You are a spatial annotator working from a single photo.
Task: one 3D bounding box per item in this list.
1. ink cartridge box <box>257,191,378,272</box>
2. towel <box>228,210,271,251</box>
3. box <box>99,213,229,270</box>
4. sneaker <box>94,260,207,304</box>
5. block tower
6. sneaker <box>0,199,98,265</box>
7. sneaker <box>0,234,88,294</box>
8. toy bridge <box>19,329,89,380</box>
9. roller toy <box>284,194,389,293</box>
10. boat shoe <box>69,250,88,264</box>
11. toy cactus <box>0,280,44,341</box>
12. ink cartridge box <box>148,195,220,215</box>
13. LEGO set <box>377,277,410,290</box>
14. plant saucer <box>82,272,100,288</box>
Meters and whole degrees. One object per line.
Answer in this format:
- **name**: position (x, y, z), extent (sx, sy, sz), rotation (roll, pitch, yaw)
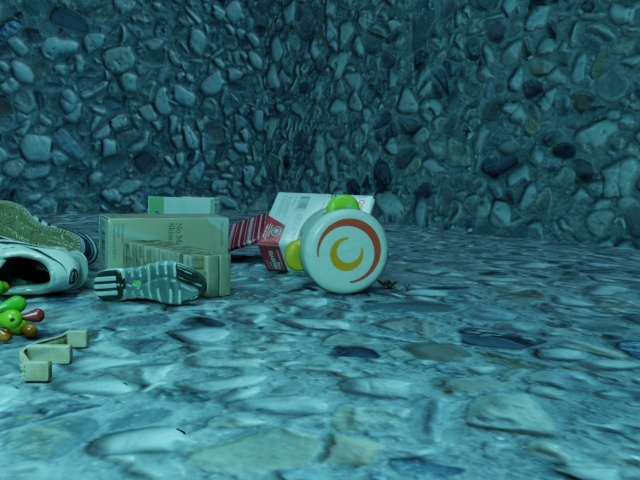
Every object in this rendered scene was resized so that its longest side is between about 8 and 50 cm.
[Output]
- **ink cartridge box**: position (0.001, -0.019, 1.826), extent (0.273, 0.114, 0.197), rotation (3, 48, 19)
- **towel**: position (-0.210, -0.021, 2.049), extent (0.275, 0.031, 0.199), rotation (-18, 21, 5)
- **box**: position (-0.402, 0.005, 1.801), extent (0.311, 0.147, 0.121), rotation (-3, 9, -28)
- **sneaker**: position (-0.327, 0.079, 1.415), extent (0.229, 0.086, 0.132), rotation (2, 4, 9)
- **block tower**: position (-0.334, 0.057, 1.566), extent (0.091, 0.097, 0.336), rotation (-3, 6, -43)
- **sneaker**: position (-0.695, -0.010, 1.761), extent (0.282, 0.099, 0.153), rotation (23, -5, 12)
- **sneaker**: position (-0.656, 0.050, 1.405), extent (0.331, 0.122, 0.146), rotation (2, 4, 4)
- **toy bridge**: position (-0.372, 0.154, 0.952), extent (0.063, 0.026, 0.188), rotation (0, 6, -3)
- **roller toy**: position (0.045, 0.020, 1.569), extent (0.191, 0.209, 0.146), rotation (40, -3, -14)
- **boat shoe**: position (-0.595, 0.065, 1.539), extent (0.219, 0.077, 0.070), rotation (-4, 1, 39)
- **toy cactus**: position (-0.537, 0.109, 1.064), extent (0.219, 0.112, 0.181), rotation (18, 25, 41)
- **ink cartridge box**: position (-0.438, -0.057, 2.241), extent (0.235, 0.171, 0.056), rotation (3, 6, 20)
- **LEGO set**: position (0.166, 0.104, 1.616), extent (0.054, 0.023, 0.083), rotation (-7, 24, -44)
- **plant saucer**: position (-0.483, 0.088, 1.565), extent (0.119, 0.021, 0.119), rotation (2, 6, 0)
